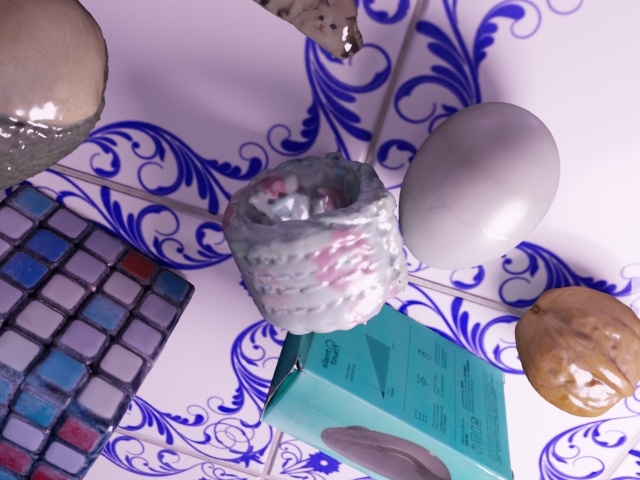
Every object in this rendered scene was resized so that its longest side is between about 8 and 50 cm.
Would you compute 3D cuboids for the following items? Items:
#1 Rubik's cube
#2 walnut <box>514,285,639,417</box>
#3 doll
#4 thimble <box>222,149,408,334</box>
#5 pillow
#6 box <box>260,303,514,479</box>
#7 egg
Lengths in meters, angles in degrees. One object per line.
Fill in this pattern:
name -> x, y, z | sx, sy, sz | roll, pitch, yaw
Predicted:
Rubik's cube -> -0.388, 0.153, 0.903 | 0.292, 0.293, 0.287 | 32, 123, -11
walnut -> 0.323, 0.135, 0.832 | 0.166, 0.149, 0.166 | 0, 97, 0
doll -> -0.401, -0.163, 0.745 | 0.349, 0.247, 0.247 | -21, 117, 40
thimble -> 0.000, 0.000, 0.776 | 0.211, 0.185, 0.149 | 3, 125, 34
pillow -> -0.044, -0.283, 0.689 | 0.241, 0.051, 0.093 | 34, 128, -9
box -> 0.092, 0.201, 0.885 | 0.311, 0.205, 0.118 | 30, 121, -9
egg -> 0.166, -0.053, 0.735 | 0.151, 0.151, 0.209 | 27, 127, -6
